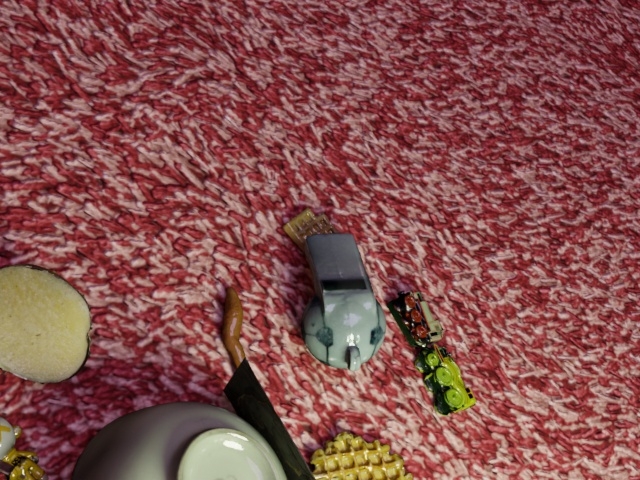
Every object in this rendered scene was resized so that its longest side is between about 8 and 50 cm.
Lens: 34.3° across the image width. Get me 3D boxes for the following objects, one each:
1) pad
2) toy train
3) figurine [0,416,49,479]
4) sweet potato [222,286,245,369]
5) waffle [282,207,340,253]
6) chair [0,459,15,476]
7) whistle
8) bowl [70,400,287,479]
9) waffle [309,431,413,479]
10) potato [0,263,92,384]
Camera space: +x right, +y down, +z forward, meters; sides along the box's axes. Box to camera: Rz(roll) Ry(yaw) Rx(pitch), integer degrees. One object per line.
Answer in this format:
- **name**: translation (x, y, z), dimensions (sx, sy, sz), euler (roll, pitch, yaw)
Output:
- **pad**: translation (-0.046, 0.366, 1.620), dimensions (0.007, 0.247, 0.367), euler (-28, 79, -20)
- **toy train**: translation (0.207, 0.206, 1.948), dimensions (0.085, 0.053, 0.249), euler (-11, 70, -39)
- **figurine**: translation (-0.470, 0.320, 1.539), dimensions (0.101, 0.068, 0.143), euler (-17, 73, -49)
- **sweet potato**: translation (-0.151, 0.160, 1.800), dimensions (0.044, 0.044, 0.179), euler (4, 62, -25)
- **waffle**: translation (0.000, 0.000, 1.968), dimensions (0.092, 0.021, 0.135), euler (-38, 86, -34)
- **chair**: translation (-0.611, 0.313, 1.401), dimensions (0.326, 0.183, 0.175), euler (32, 54, -10)
- **whistle**: translation (0.035, 0.129, 1.857), dimensions (0.164, 0.163, 0.289), euler (13, 32, -20)
- **bowl**: translation (-0.177, 0.388, 1.538), dimensions (0.354, 0.185, 0.353), euler (20, 52, -28)
- **waffle**: translation (0.067, 0.409, 1.775), dimensions (0.192, 0.046, 0.160), euler (30, 53, -10)
- **potato**: translation (-0.445, 0.113, 1.629), dimensions (0.202, 0.182, 0.117), euler (33, 12, -16)
